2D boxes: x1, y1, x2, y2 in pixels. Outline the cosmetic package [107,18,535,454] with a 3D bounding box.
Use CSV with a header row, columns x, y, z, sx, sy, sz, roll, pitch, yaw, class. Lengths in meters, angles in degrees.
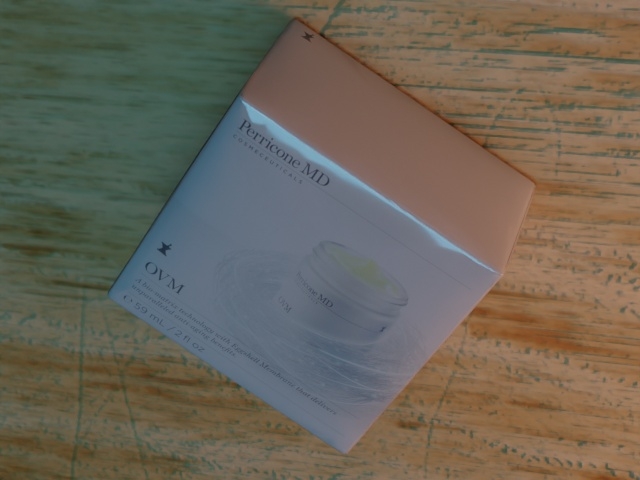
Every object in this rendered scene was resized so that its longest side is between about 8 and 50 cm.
x,y,z,sx,sy,sz,roll,pitch,yaw,class
0.000,0.000,1.235,0.224,0.138,0.225,34,125,-4,cosmetic package
